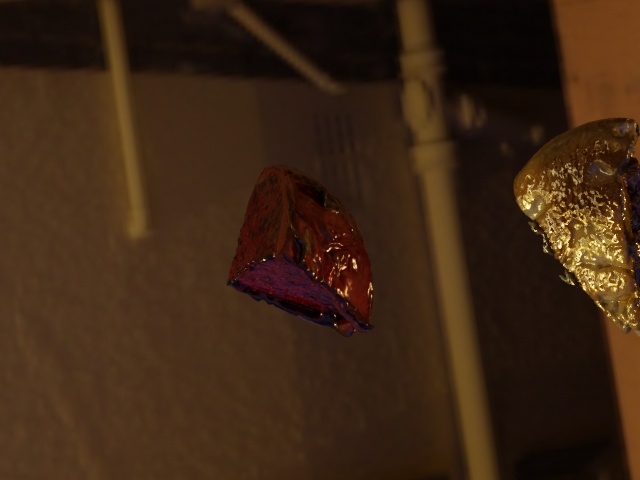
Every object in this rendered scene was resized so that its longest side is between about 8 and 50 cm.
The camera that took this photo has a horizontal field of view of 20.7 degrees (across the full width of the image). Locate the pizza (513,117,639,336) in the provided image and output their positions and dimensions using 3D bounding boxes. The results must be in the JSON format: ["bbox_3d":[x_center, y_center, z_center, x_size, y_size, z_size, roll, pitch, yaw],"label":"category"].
[{"bbox_3d":[0.257,-0.009,1.508,0.069,0.194,0.154,-18,172,-39],"label":"pizza"}]

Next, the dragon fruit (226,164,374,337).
[{"bbox_3d":[0.002,0.001,1.449,0.120,0.127,0.161,18,165,-13],"label":"dragon fruit"}]
